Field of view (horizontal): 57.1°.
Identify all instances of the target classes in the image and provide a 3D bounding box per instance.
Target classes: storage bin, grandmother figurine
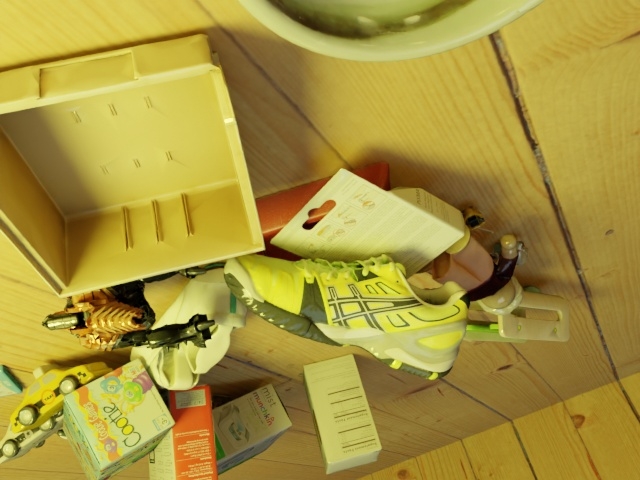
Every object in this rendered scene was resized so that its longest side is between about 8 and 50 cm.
[{"bbox_3d":[-0.216,-0.075,0.666,0.262,0.123,0.260,-13,149,-6],"label":"storage bin"},{"bbox_3d":[0.279,0.066,1.088,0.208,0.104,0.342,-26,146,30],"label":"grandmother figurine"}]

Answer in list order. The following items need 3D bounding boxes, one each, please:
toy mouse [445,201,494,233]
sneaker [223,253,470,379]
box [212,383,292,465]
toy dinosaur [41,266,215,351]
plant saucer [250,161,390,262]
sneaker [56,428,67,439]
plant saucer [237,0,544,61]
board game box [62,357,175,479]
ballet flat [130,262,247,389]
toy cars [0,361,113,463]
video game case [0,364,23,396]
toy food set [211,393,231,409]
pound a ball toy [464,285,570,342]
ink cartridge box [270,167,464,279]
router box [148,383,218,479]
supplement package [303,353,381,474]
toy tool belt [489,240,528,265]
[{"bbox_3d":[0.216,-0.022,1.042,0.143,0.031,0.161,-29,146,18],"label":"toy mouse"},{"bbox_3d":[0.045,0.079,0.889,0.384,0.145,0.147,19,102,-15],"label":"sneaker"},{"bbox_3d":[-0.229,0.495,1.489,0.231,0.127,0.262,-17,156,-32],"label":"box"},{"bbox_3d":[-0.271,0.105,0.824,0.218,0.322,0.164,-10,113,-24],"label":"toy dinosaur"},{"bbox_3d":[0.000,0.000,0.960,0.258,0.048,0.259,-17,148,-1],"label":"plant saucer"},{"bbox_3d":[-0.520,0.396,1.248,0.083,0.031,0.035,12,97,-59],"label":"sneaker"},{"bbox_3d":[0.084,-0.324,0.443,0.400,0.100,0.400,-13,148,-8],"label":"plant saucer"},{"bbox_3d":[-0.394,0.356,1.128,0.142,0.144,0.275,-26,166,-33],"label":"board game box"},{"bbox_3d":[-0.245,0.195,1.067,0.139,0.139,0.400,8,141,-34],"label":"ballet flat"},{"bbox_3d":[-0.546,0.325,1.166,0.176,0.087,0.394,-23,164,-45],"label":"toy cars"},{"bbox_3d":[-0.666,0.278,1.105,0.166,0.015,0.119,-9,147,-13],"label":"video game case"},{"bbox_3d":[-0.291,0.433,1.520,0.122,0.019,0.078,-34,145,26],"label":"toy food set"},{"bbox_3d":[0.396,0.165,1.360,0.319,0.136,0.208,10,165,-37],"label":"pound a ball toy"},{"bbox_3d":[0.072,-0.019,0.892,0.232,0.066,0.189,28,130,-23],"label":"ink cartridge box"},{"bbox_3d":[-0.297,0.473,1.235,0.082,0.301,0.335,-1,163,-25],"label":"router box"},{"bbox_3d":[0.049,0.432,1.468,0.134,0.244,0.139,-12,148,-9],"label":"supplement package"},{"bbox_3d":[0.367,0.022,1.172,0.083,0.052,0.051,-10,143,35],"label":"toy tool belt"}]
